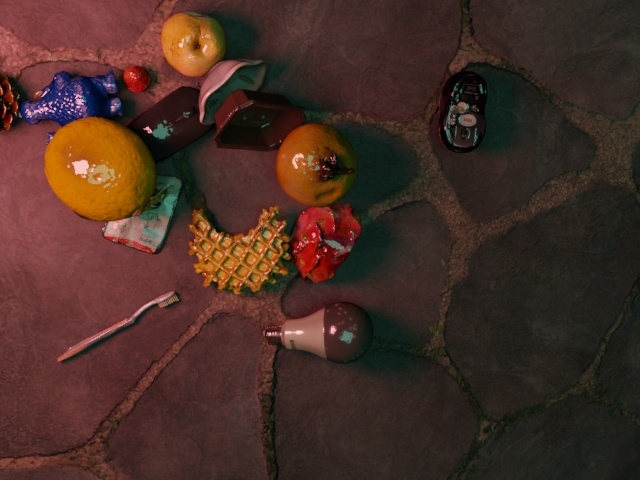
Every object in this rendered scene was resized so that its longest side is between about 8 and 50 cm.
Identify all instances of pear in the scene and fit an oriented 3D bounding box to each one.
[{"bbox_3d":[-0.320,-0.500,1.567,0.178,0.178,0.178,-3,103,-12],"label":"pear"}]

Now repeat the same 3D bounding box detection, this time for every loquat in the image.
[{"bbox_3d":[-0.007,-0.202,1.669,0.244,0.244,0.244,-3,103,-12],"label":"loquat"}]

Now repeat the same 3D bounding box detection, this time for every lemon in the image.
[{"bbox_3d":[-0.535,-0.174,1.519,0.267,0.267,0.267,-3,103,-12],"label":"lemon"}]

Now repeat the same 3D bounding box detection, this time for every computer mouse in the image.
[{"bbox_3d":[0.411,-0.371,1.803,0.137,0.096,0.233,7,97,-19],"label":"computer mouse"},{"bbox_3d":[-0.404,-0.298,1.635,0.269,0.086,0.137,-35,108,-5],"label":"computer mouse"}]

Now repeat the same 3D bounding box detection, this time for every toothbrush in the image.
[{"bbox_3d":[-0.573,0.243,1.745,0.375,0.028,0.037,-29,114,-6],"label":"toothbrush"}]

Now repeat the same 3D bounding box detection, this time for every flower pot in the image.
[{"bbox_3d":[-0.171,-0.324,1.624,0.251,0.084,0.179,-5,150,-48],"label":"flower pot"}]

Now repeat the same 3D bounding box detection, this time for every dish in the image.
[{"bbox_3d":[-0.247,-0.404,1.599,0.229,0.229,0.081,-41,83,-2],"label":"dish"}]

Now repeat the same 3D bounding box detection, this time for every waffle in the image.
[{"bbox_3d":[-0.226,0.032,1.738,0.293,0.069,0.260,-5,105,0],"label":"waffle"}]

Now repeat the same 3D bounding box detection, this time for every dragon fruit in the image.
[{"bbox_3d":[-0.002,0.000,1.772,0.161,0.126,0.274,33,93,-18],"label":"dragon fruit"}]

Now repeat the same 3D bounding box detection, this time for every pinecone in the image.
[{"bbox_3d":[-0.819,-0.333,1.490,0.173,0.173,0.173,-3,103,-12],"label":"pinecone"}]

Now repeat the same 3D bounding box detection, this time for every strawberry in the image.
[{"bbox_3d":[-0.477,-0.417,1.594,0.073,0.083,0.073,-1,99,-4],"label":"strawberry"}]

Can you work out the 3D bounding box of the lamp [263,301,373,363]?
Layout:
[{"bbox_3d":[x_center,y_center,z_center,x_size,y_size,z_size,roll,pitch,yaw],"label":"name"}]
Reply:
[{"bbox_3d":[0.004,0.291,1.835,0.314,0.182,0.182,-18,107,13],"label":"lamp"}]

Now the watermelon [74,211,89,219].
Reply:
[{"bbox_3d":[-0.610,-0.104,1.641,0.105,0.062,0.105,-4,104,-17],"label":"watermelon"}]

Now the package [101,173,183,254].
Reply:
[{"bbox_3d":[-0.482,-0.084,1.688,0.166,0.040,0.232,22,97,-19],"label":"package"}]

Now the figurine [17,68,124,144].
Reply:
[{"bbox_3d":[-0.627,-0.341,1.554,0.262,0.121,0.164,-26,110,-4],"label":"figurine"}]
